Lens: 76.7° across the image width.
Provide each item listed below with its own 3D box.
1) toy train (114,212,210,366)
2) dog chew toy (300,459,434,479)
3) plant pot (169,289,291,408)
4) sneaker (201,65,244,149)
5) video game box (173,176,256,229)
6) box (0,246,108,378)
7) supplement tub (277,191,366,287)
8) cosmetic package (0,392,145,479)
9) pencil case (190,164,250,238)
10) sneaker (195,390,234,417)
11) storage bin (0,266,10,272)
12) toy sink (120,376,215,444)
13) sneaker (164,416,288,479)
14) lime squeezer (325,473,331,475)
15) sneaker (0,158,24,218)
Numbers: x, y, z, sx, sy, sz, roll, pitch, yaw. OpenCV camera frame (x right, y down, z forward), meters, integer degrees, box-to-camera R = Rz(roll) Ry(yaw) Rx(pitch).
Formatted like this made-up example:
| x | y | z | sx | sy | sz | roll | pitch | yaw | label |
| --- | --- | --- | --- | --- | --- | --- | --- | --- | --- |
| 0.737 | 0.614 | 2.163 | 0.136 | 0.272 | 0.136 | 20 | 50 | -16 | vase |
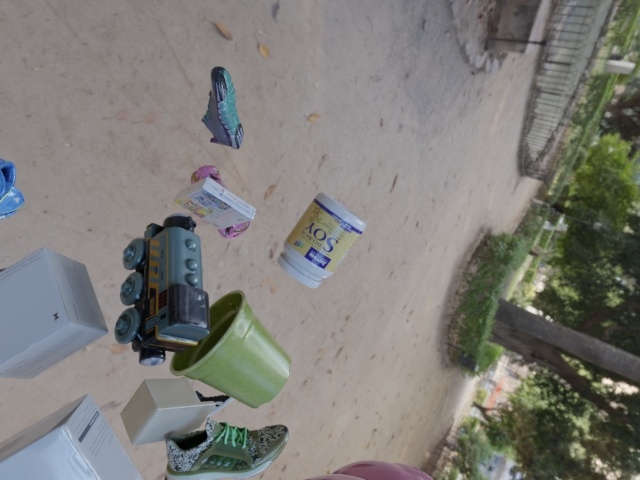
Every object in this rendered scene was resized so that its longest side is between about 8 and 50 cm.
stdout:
| x | y | z | sx | sy | sz | roll | pitch | yaw | label |
| --- | --- | --- | --- | --- | --- | --- | --- | --- | --- |
| -0.336 | 0.096 | 0.887 | 0.190 | 0.334 | 0.142 | -28 | 144 | 23 | toy train |
| 0.049 | 0.317 | 0.392 | 0.332 | 0.206 | 0.206 | 23 | 91 | -62 | dog chew toy |
| -0.228 | 0.325 | 1.139 | 0.254 | 0.276 | 0.276 | 47 | 66 | -21 | plant pot |
| -0.258 | -0.317 | 0.993 | 0.223 | 0.098 | 0.083 | 88 | 11 | -52 | sneaker |
| -0.335 | -0.111 | 1.277 | 0.187 | 0.205 | 0.048 | 33 | 62 | -35 | video game box |
| -0.553 | 0.144 | 0.791 | 0.181 | 0.182 | 0.119 | -31 | 157 | -4 | box |
| 0.000 | 0.000 | 1.630 | 0.331 | 0.241 | 0.241 | -55 | 153 | 8 | supplement tub |
| -0.417 | 0.405 | 0.612 | 0.224 | 0.138 | 0.224 | -29 | 97 | -14 | cosmetic package |
| -0.465 | -0.183 | 1.855 | 0.160 | 0.386 | 0.167 | 8 | 125 | -48 | pencil case |
| -0.459 | 0.657 | 1.675 | 0.217 | 0.121 | 0.079 | -30 | 169 | -25 | sneaker |
| -0.994 | 0.148 | 1.317 | 0.098 | 0.135 | 0.091 | -51 | 173 | 26 | storage bin |
| -0.493 | 0.546 | 1.322 | 0.153 | 0.131 | 0.234 | -54 | 144 | 10 | toy sink |
| -0.306 | 0.646 | 1.288 | 0.410 | 0.158 | 0.182 | -12 | 108 | -9 | sneaker |
| 0.043 | 0.804 | 1.293 | 0.059 | 0.110 | 0.310 | -61 | 155 | -3 | lime squeezer |
| -0.493 | -0.042 | 0.546 | 0.126 | 0.240 | 0.091 | -3 | 143 | -10 | sneaker |
